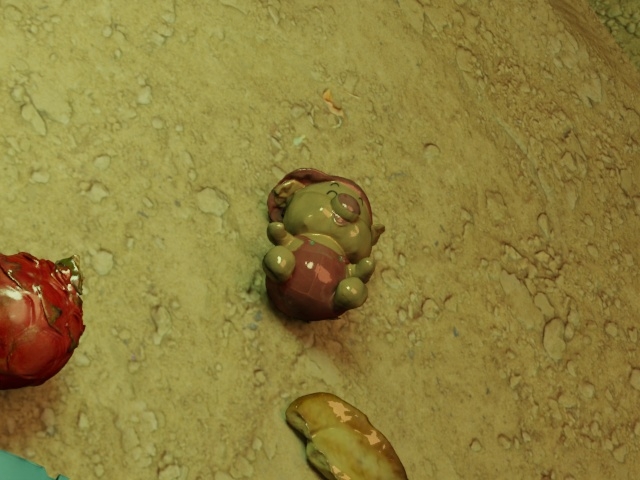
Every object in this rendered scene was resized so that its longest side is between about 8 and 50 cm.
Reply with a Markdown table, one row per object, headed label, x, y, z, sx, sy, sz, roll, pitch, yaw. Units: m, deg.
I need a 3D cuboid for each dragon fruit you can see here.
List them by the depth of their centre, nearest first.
| label | x | y | z | sx | sy | sz | roll | pitch | yaw |
| --- | --- | --- | --- | --- | --- | --- | --- | --- | --- |
| dragon fruit | -0.379 | 0.097 | 1.475 | 0.209 | 0.172 | 0.172 | -12 | 75 | -15 |

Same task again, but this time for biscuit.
| label | x | y | z | sx | sy | sz | roll | pitch | yaw |
| --- | --- | --- | --- | --- | --- | --- | --- | --- | --- |
| biscuit | 0.062 | 0.355 | 1.821 | 0.154 | 0.045 | 0.299 | -20 | 82 | -45 |

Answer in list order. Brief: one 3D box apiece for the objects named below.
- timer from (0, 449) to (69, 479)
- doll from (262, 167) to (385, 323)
| label | x | y | z | sx | sy | sz | roll | pitch | yaw |
| --- | --- | --- | --- | --- | --- | --- | --- | --- | --- |
| timer | -0.339 | 0.386 | 1.416 | 0.232 | 0.091 | 0.250 | 27 | 41 | -14 |
| doll | 0.003 | -0.001 | 1.881 | 0.196 | 0.152 | 0.256 | 49 | 39 | -29 |
